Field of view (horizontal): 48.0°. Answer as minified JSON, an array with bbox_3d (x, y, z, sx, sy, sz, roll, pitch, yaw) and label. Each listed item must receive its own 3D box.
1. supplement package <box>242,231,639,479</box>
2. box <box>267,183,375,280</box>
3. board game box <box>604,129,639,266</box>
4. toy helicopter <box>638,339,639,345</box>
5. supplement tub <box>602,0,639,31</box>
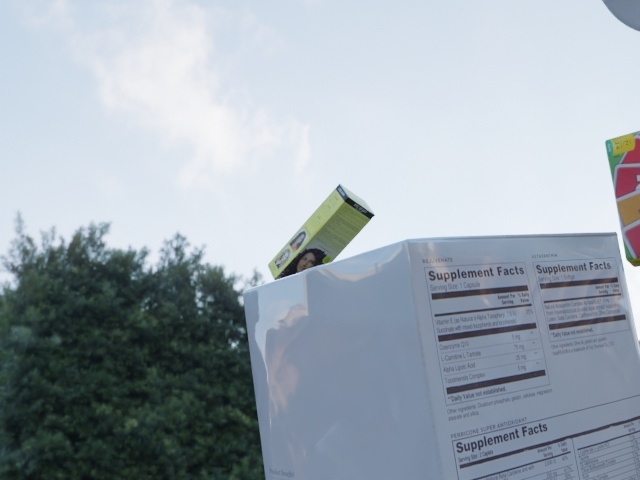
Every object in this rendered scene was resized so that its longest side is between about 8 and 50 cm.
[{"bbox_3d":[0.090,0.143,0.494,0.198,0.263,0.199,-2,-11,-34],"label":"supplement package"},{"bbox_3d":[0.000,0.000,1.467,0.087,0.058,0.232,30,-72,-36],"label":"box"},{"bbox_3d":[0.388,-0.063,0.614,0.259,0.124,0.039,-14,-22,31],"label":"board game box"},{"bbox_3d":[0.453,0.226,0.676,0.140,0.355,0.235,-26,-64,1],"label":"toy helicopter"},{"bbox_3d":[0.668,-0.539,1.248,0.331,0.241,0.241,-37,-40,-11],"label":"supplement tub"}]
